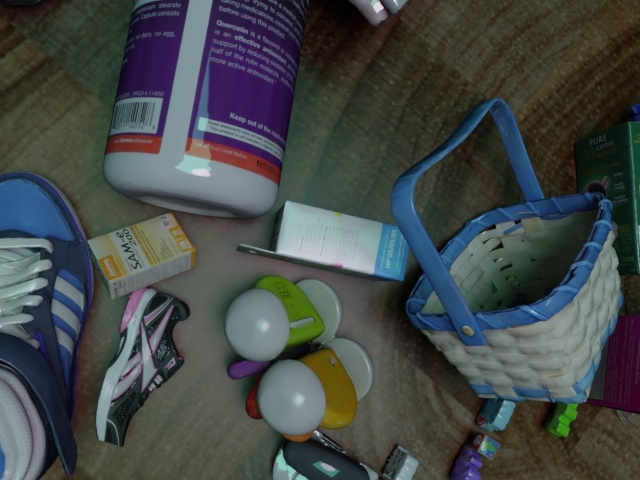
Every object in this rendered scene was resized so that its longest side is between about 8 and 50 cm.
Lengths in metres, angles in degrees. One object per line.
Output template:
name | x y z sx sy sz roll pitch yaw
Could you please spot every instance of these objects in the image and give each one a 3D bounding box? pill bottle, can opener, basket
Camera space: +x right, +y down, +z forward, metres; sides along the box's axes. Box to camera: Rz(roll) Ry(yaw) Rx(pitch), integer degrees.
pill bottle | -0.113 -0.193 0.628 0.181 0.181 0.323 10 84 -9
can opener | 0.069 0.317 0.667 0.283 0.095 0.076 36 82 1
basket | 0.195 0.015 0.633 0.255 0.201 0.289 -40 113 -41

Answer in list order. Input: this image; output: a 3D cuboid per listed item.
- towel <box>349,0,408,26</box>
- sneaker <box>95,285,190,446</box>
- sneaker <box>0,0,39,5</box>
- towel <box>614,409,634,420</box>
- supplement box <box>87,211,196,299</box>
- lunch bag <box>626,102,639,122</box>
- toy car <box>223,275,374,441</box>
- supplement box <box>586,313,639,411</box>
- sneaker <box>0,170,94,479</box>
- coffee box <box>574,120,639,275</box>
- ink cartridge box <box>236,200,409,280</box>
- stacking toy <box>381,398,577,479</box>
towel | 0.047 -0.438 0.653 0.317 0.053 0.332 47 55 -14
sneaker | -0.192 0.140 0.647 0.077 0.072 0.178 15 84 -10
sneaker | -0.320 -0.417 0.651 0.147 0.130 0.330 15 80 6
towel | 0.413 0.192 0.782 0.083 0.009 0.060 -41 93 -11
supplement box | -0.195 0.015 0.647 0.098 0.036 0.062 -23 62 -29
lunch bag | 0.626 -0.109 0.723 0.385 0.239 0.328 -29 93 12
toy car | -0.040 0.133 0.648 0.136 0.159 0.182 -35 75 30
supplement box | 0.398 0.146 0.668 0.111 0.220 0.114 12 80 -2
sneaker | -0.299 0.078 0.547 0.130 0.236 0.323 -1 87 -10
coffee box | 0.374 -0.047 0.740 0.040 0.113 0.184 -2 85 -9
ink cartridge box | 0.000 0.000 0.673 0.181 0.104 0.062 12 84 -9
stacking toy | 0.199 0.243 0.722 0.167 0.052 0.221 34 79 -7
